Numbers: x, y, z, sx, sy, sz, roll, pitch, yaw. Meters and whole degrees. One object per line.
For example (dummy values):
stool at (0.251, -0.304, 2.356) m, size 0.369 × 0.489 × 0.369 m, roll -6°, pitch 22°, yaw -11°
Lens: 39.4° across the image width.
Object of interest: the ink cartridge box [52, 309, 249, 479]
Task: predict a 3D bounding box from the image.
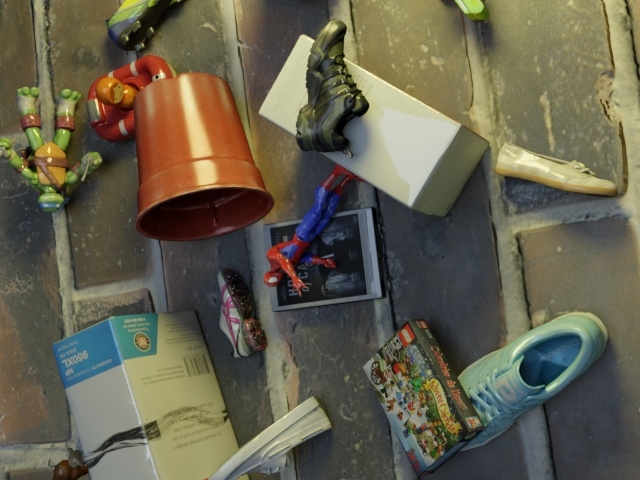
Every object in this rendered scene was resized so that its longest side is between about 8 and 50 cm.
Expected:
ink cartridge box at (-0.324, 0.351, 1.749) m, size 0.166 × 0.285 × 0.394 m, roll -24°, pitch 78°, yaw 23°

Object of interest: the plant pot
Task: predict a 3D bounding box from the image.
plant pot at (-0.250, -0.170, 1.769) m, size 0.273 × 0.272 × 0.264 m, roll -20°, pitch 72°, yaw 22°

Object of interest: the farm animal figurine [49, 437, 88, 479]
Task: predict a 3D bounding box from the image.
farm animal figurine at (-0.479, 0.582, 1.840) m, size 0.327 × 0.172 × 0.330 m, roll -45°, pitch 67°, yaw 28°

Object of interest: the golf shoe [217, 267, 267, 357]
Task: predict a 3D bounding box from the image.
golf shoe at (-0.179, 0.149, 1.814) m, size 0.086 × 0.067 × 0.186 m, roll -25°, pitch 78°, yaw 23°

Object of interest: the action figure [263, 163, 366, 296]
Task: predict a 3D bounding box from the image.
action figure at (0.000, 0.000, 1.694) m, size 0.280 × 0.091 × 0.139 m, roll -50°, pitch 61°, yaw 14°

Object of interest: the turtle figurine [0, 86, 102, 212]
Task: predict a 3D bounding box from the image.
turtle figurine at (-0.584, -0.210, 1.928) m, size 0.198 × 0.274 × 0.266 m, roll -9°, pitch 75°, yaw 8°

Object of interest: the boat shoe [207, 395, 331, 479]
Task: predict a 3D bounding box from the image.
boat shoe at (-0.091, 0.401, 1.700) m, size 0.258 × 0.095 × 0.084 m, roll -35°, pitch 83°, yaw -15°

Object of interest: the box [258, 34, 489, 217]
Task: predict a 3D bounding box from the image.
box at (0.100, -0.204, 1.625) m, size 0.345 × 0.215 × 0.168 m, roll 34°, pitch 101°, yaw 21°

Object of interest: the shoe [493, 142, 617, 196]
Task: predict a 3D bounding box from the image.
shoe at (0.411, -0.122, 1.559) m, size 0.219 × 0.077 × 0.058 m, roll 17°, pitch 100°, yaw 26°

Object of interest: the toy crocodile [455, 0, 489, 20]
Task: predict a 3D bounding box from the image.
toy crocodile at (0.210, -0.547, 1.646) m, size 0.105 × 0.115 × 0.340 m, roll -37°, pitch 74°, yaw 18°

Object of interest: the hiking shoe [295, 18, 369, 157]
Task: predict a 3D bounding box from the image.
hiking shoe at (0.033, -0.255, 1.507) m, size 0.114 × 0.086 × 0.226 m, roll 12°, pitch 98°, yaw 10°

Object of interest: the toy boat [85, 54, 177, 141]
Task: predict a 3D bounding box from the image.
toy boat at (-0.416, -0.308, 1.893) m, size 0.231 × 0.151 × 0.150 m, roll -19°, pitch 80°, yaw 22°

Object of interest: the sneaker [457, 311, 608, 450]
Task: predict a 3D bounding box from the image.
sneaker at (0.323, 0.243, 1.541) m, size 0.366 × 0.150 × 0.135 m, roll -44°, pitch 71°, yaw 16°

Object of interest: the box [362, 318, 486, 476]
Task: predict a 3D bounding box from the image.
box at (0.180, 0.280, 1.601) m, size 0.159 × 0.044 × 0.233 m, roll -53°, pitch 52°, yaw 37°

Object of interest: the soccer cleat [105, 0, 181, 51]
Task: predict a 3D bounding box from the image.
soccer cleat at (-0.357, -0.536, 1.912) m, size 0.289 × 0.093 × 0.121 m, roll -45°, pitch 65°, yaw 15°

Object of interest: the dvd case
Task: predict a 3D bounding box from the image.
dvd case at (0.005, 0.039, 1.758) m, size 0.239 × 0.030 × 0.179 m, roll -9°, pitch 83°, yaw 23°
